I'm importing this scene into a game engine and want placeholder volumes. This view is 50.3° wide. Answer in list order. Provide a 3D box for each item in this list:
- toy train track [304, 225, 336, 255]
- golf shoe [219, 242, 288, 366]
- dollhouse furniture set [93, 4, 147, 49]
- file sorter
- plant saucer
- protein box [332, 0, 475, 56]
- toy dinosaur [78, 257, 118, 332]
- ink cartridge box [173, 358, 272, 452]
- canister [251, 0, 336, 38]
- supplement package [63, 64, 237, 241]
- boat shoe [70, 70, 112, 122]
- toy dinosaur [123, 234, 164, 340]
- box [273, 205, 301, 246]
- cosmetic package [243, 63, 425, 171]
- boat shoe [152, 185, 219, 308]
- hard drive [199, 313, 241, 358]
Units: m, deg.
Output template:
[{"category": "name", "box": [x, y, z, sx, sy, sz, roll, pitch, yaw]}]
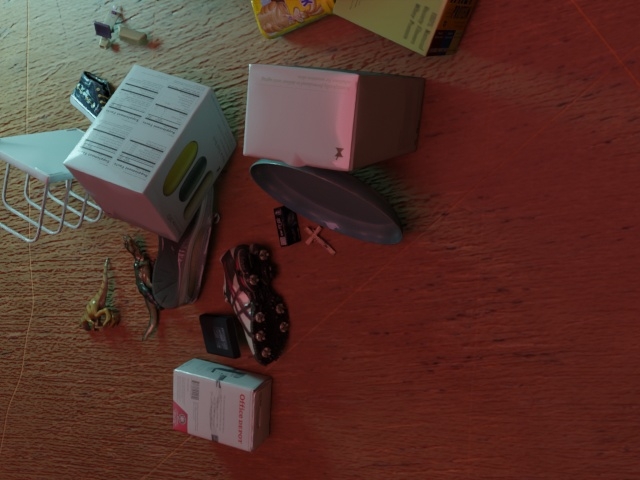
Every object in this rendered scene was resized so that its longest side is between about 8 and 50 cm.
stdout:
[{"category": "toy train track", "box": [0.000, 0.000, 1.456, 0.083, 0.014, 0.048, 42, 106, 5]}, {"category": "golf shoe", "box": [-0.150, 0.142, 1.518, 0.120, 0.105, 0.273, -5, 97, 45]}, {"category": "dollhouse furniture set", "box": [-0.442, -0.480, 1.556, 0.114, 0.091, 0.081, 17, 65, -3]}, {"category": "file sorter", "box": [-0.595, -0.130, 1.549, 0.192, 0.277, 0.173, 27, 114, 17]}, {"category": "plant saucer", "box": [0.017, -0.082, 1.296, 0.317, 0.317, 0.044, 22, 77, 18]}, {"category": "protein box", "box": [0.164, -0.458, 1.202, 0.201, 0.136, 0.200, 32, 119, 21]}, {"category": "toy dinosaur", "box": [-0.554, 0.163, 1.703, 0.112, 0.064, 0.212, 39, 113, 13]}, {"category": "ink cartridge box", "box": [-0.228, 0.380, 1.589, 0.217, 0.092, 0.159, 10, 104, 24]}, {"category": "canister", "box": [-0.049, -0.484, 1.348, 0.169, 0.073, 0.126, -15, 94, 27]}, {"category": "supplement package", "box": [-0.337, -0.177, 1.400, 0.198, 0.199, 0.263, 20, 67, 19]}, {"category": "boat shoe", "box": [-0.504, -0.315, 1.583, 0.183, 0.065, 0.083, 37, 114, 14]}, {"category": "toy dinosaur", "box": [-0.403, 0.113, 1.630, 0.118, 0.064, 0.268, -1, 101, 39]}, {"category": "box", "box": [-0.070, -0.033, 1.450, 0.018, 0.067, 0.083, -7, 97, 26]}, {"category": "cosmetic package", "box": [0.038, -0.222, 1.199, 0.196, 0.365, 0.155, 11, 105, 20]}, {"category": "boat shoe", "box": [-0.299, -0.002, 1.549, 0.118, 0.103, 0.321, 17, 102, 30]}, {"category": "hard drive", "box": [-0.232, 0.218, 1.562, 0.135, 0.022, 0.094, -3, 101, 53]}]
